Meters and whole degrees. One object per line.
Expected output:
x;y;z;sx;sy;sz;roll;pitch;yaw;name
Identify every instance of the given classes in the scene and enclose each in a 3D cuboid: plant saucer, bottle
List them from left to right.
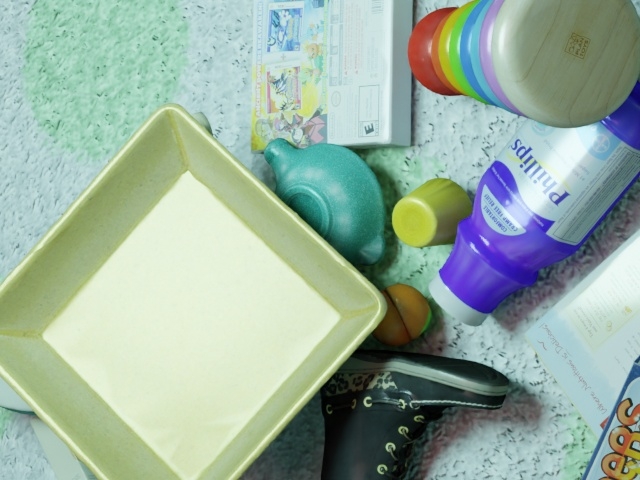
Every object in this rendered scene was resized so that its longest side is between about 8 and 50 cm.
-0.143;0.085;1.871;0.333;0.081;0.333;43;93;18;plant saucer
0.211;-0.041;1.750;0.283;0.092;0.118;-52;53;22;bottle

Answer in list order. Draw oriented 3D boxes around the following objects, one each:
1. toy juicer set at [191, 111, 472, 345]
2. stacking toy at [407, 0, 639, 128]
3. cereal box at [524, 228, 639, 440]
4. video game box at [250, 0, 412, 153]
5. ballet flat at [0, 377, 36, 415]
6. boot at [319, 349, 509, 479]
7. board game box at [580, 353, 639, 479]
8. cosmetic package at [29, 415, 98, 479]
0.000;0.000;1.917;0.329;0.089;0.209;20;113;29;toy juicer set
0.169;-0.183;1.707;0.330;0.141;0.141;-159;79;-72;stacking toy
0.324;0.080;1.685;0.240;0.047;0.173;-45;65;26;cereal box
0.011;-0.196;1.939;0.187;0.048;0.205;-1;86;35;video game box
-0.245;0.125;2.039;0.400;0.139;0.139;5;89;34;ballet flat
0.086;0.203;1.831;0.236;0.085;0.178;4;91;43;boot
0.310;0.220;1.652;0.136;0.035;0.201;25;111;16;board game box
-0.284;0.245;2.114;0.041;0.060;0.115;-42;65;25;cosmetic package
